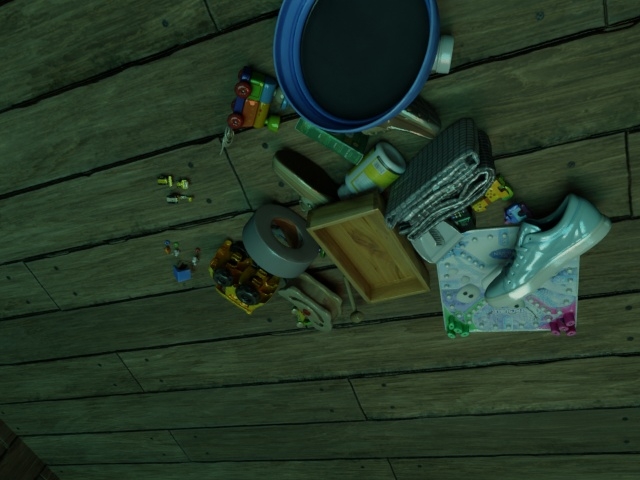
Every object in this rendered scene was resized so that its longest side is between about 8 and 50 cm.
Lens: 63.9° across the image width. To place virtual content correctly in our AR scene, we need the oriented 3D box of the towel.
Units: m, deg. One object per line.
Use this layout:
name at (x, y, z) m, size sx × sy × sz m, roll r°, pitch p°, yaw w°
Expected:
towel at (0.295, -0.144, 1.265) m, size 0.121 × 0.235 × 0.283 m, roll 39°, pitch 124°, yaw -14°

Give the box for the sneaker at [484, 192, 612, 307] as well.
sneaker at (0.546, 0.020, 1.331) m, size 0.150 × 0.135 × 0.366 m, roll 43°, pitch 111°, yaw -3°

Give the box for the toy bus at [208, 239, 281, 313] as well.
toy bus at (-0.269, 0.134, 1.673) m, size 0.220 × 0.150 × 0.211 m, roll 35°, pitch 141°, yaw -8°

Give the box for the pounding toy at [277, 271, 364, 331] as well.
pounding toy at (0.012, 0.188, 1.665) m, size 0.269 × 0.155 × 0.154 m, roll 36°, pitch 151°, yaw 2°

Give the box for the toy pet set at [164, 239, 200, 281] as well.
toy pet set at (-0.470, 0.074, 1.713) m, size 0.122 × 0.065 × 0.114 m, roll 13°, pitch 126°, yaw 6°

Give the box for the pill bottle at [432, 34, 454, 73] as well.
pill bottle at (0.206, -0.428, 1.166) m, size 0.180 × 0.108 × 0.108 m, roll 8°, pitch 126°, yaw 9°

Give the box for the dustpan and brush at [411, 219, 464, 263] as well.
dustpan and brush at (0.278, -0.043, 1.434) m, size 0.211 × 0.060 × 0.147 m, roll 53°, pitch 138°, yaw 17°

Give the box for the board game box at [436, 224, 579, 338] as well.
board game box at (0.548, 0.134, 1.509) m, size 0.389 × 0.050 × 0.390 m, roll -5°, pitch 123°, yaw 17°

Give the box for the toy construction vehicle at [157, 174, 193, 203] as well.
toy construction vehicle at (-0.442, -0.158, 1.569) m, size 0.098 × 0.035 × 0.086 m, roll 1°, pitch 113°, yaw 10°

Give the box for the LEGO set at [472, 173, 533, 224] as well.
LEGO set at (0.454, -0.105, 1.343) m, size 0.093 × 0.087 × 0.227 m, roll -35°, pitch 109°, yaw 31°

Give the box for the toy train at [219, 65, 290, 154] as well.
toy train at (-0.171, -0.317, 1.354) m, size 0.143 × 0.105 × 0.248 m, roll 14°, pitch 127°, yaw -12°

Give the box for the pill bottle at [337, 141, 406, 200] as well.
pill bottle at (0.132, -0.168, 1.369) m, size 0.103 × 0.103 × 0.184 m, roll 39°, pitch 125°, yaw -14°

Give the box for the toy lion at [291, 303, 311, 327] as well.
toy lion at (-0.045, 0.246, 1.750) m, size 0.096 × 0.034 × 0.100 m, roll -10°, pitch 122°, yaw 11°

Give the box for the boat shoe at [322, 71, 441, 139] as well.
boat shoe at (0.137, -0.322, 1.261) m, size 0.324 × 0.123 × 0.116 m, roll 27°, pitch 131°, yaw 6°

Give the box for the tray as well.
tray at (0.147, 0.034, 1.449) m, size 0.202 × 0.076 × 0.411 m, roll -15°, pitch 138°, yaw 23°

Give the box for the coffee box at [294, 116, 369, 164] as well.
coffee box at (0.033, -0.277, 1.315) m, size 0.184 × 0.113 × 0.040 m, roll 29°, pitch 129°, yaw -8°

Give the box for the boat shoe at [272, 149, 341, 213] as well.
boat shoe at (-0.010, -0.114, 1.432) m, size 0.341 × 0.122 × 0.110 m, roll 38°, pitch 124°, yaw -14°

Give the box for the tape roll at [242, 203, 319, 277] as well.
tape roll at (-0.112, -0.001, 1.475) m, size 0.219 × 0.219 × 0.072 m, roll 35°, pitch 125°, yaw -11°

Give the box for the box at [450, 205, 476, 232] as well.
box at (0.385, -0.072, 1.398) m, size 0.052 × 0.062 × 0.083 m, roll -20°, pitch 117°, yaw 27°

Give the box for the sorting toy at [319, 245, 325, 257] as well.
sorting toy at (0.000, 0.000, 1.547) m, size 0.042 × 0.061 × 0.102 m, roll 10°, pitch 103°, yaw 8°

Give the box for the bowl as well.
bowl at (0.072, -0.430, 1.109) m, size 0.390 × 0.077 × 0.392 m, roll 5°, pitch 99°, yaw 33°
